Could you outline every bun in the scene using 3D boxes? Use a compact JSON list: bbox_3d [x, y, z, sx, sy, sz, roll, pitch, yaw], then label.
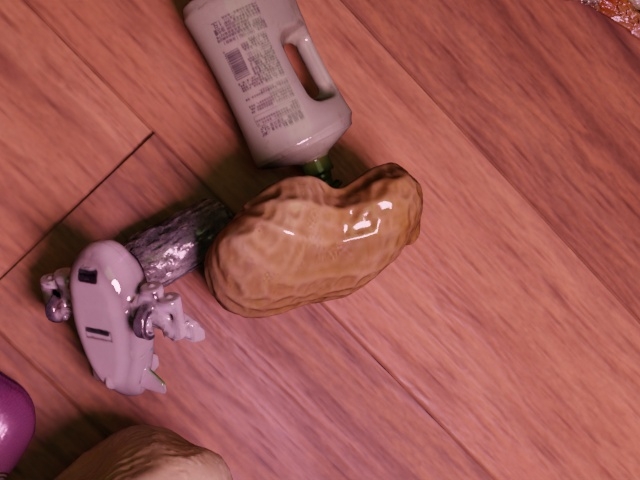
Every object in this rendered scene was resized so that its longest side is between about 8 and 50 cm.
[{"bbox_3d":[-0.177,0.276,0.964,0.259,0.259,0.160,-40,99,-14],"label":"bun"}]

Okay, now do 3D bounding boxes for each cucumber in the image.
[{"bbox_3d":[-0.139,0.002,1.088,0.112,0.064,0.064,-32,95,-15],"label":"cucumber"}]

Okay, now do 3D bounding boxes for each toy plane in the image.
[{"bbox_3d":[-0.190,0.075,1.033,0.174,0.174,0.080,49,40,-7],"label":"toy plane"}]

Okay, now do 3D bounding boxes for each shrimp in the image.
[{"bbox_3d":[0.363,-0.274,1.250,0.184,0.043,0.091,9,88,-15],"label":"shrimp"}]

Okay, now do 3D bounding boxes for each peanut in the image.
[{"bbox_3d":[0.000,0.000,1.067,0.233,0.196,0.110,-9,64,-20],"label":"peanut"}]

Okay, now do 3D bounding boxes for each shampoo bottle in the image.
[{"bbox_3d":[-0.041,-0.153,1.111,0.118,0.087,0.234,-27,94,-15],"label":"shampoo bottle"}]

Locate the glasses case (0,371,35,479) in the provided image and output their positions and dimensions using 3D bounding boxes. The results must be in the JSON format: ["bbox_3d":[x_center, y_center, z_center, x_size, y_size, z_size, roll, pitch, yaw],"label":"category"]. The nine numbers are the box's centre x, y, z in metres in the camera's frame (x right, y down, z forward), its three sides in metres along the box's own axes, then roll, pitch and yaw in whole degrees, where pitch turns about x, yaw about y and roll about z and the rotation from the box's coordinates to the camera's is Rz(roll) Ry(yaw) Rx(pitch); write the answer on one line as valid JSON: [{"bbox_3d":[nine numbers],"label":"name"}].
[{"bbox_3d":[-0.413,0.120,1.000,0.316,0.076,0.123,34,80,-10],"label":"glasses case"}]
